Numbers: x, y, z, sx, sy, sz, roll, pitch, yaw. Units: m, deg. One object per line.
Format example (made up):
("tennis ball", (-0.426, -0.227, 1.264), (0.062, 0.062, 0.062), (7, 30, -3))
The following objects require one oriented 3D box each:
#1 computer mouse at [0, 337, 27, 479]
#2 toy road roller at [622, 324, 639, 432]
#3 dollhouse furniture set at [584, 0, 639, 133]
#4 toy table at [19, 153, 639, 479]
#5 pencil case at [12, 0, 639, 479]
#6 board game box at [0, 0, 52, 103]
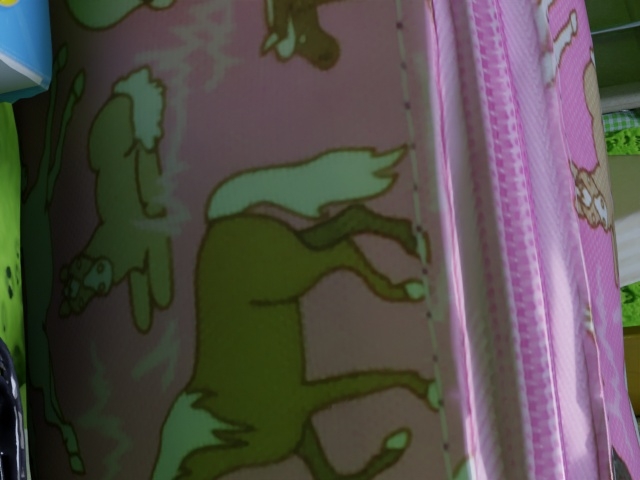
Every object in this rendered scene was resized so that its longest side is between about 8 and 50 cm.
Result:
("computer mouse", (-0.099, 0.092, 0.369), (0.262, 0.060, 0.184), (104, -22, -75))
("toy road roller", (0.103, 0.149, 0.893), (0.241, 0.330, 0.202), (-5, 89, -61))
("dollhouse furniture set", (0.111, -0.084, 1.216), (0.197, 0.302, 0.151), (-91, 170, -53))
("toy table", (0.000, 0.000, 0.618), (0.274, 0.252, 0.161), (60, 1, -25))
("pencil case", (0.006, 0.017, 0.387), (0.160, 0.167, 0.386), (30, 52, -65))
("board game box", (-0.127, -0.187, 0.218), (0.302, 0.086, 0.308), (29, 55, -82))
